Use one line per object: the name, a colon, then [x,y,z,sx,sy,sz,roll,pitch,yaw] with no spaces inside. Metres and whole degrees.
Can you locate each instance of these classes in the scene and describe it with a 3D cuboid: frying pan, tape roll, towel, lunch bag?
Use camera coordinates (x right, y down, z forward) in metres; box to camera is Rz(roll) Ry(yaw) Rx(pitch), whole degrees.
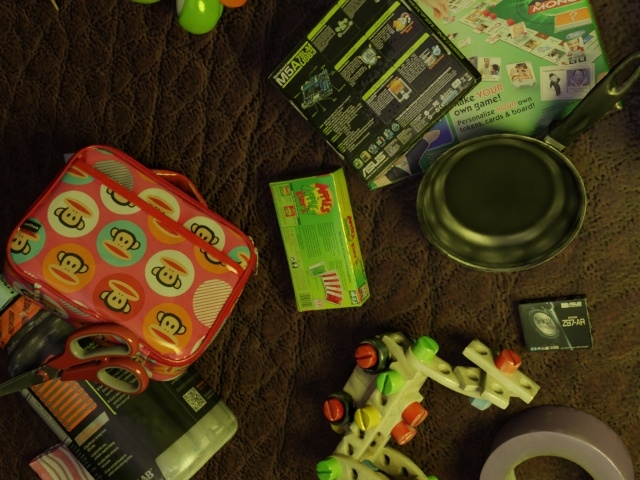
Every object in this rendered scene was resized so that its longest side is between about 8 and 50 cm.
frying pan: [0.223,-0.097,1.033,0.197,0.053,0.326,11,127,1]
tape roll: [0.304,0.314,1.155,0.189,0.080,0.188,6,107,20]
towel: [-0.376,0.386,1.470,0.197,0.029,0.144,-29,94,26]
lunch bag: [-0.241,0.016,1.200,0.293,0.258,0.120,33,151,-5]

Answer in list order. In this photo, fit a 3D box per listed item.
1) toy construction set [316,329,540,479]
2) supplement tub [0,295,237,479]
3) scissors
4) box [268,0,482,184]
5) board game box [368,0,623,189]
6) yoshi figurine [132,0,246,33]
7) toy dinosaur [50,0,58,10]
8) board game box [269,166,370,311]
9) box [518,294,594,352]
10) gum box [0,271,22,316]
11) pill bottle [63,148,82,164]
toy construction set: [0.118,0.243,1.166,0.215,0.151,0.327,48,111,30]
supplement tub: [-0.298,0.208,1.288,0.207,0.207,0.338,-42,88,26]
scissors: [-0.349,0.160,1.158,0.297,0.021,0.109,-7,123,25]
box: [0.062,-0.194,1.067,0.184,0.045,0.191,48,117,5]
board game box: [0.170,-0.207,1.070,0.317,0.046,0.213,-17,98,25]
yoshi figurine: [-0.186,-0.435,1.074,0.203,0.204,0.362,19,115,33]
toy dinosaur: [-0.360,-0.426,1.202,0.112,0.064,0.211,43,116,3]
board game box: [0.000,0.000,1.199,0.092,0.043,0.181,-7,103,23]
box: [0.297,0.105,1.128,0.083,0.018,0.067,-6,104,23]
gum box: [-0.451,0.084,1.323,0.157,0.184,0.041,-40,89,26]
pill bottle: [-0.335,-0.073,1.297,0.065,0.065,0.116,-4,103,22]
